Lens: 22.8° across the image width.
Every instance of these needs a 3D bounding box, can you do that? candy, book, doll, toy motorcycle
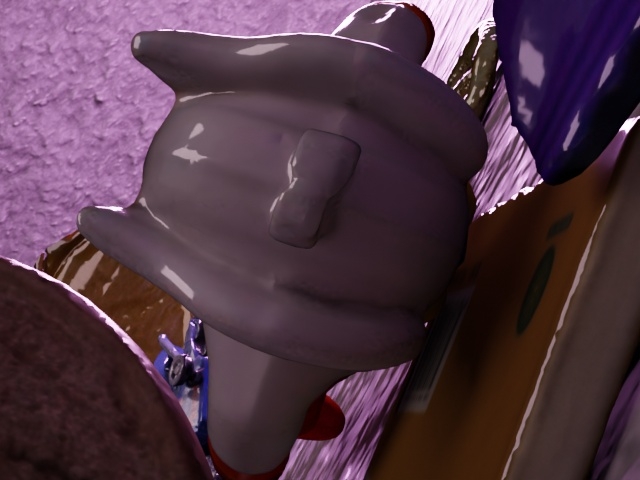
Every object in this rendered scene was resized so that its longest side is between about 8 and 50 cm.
[{"bbox_3d":[0.094,-0.127,0.401,0.275,0.070,0.145,-63,-6,-57],"label":"candy"},{"bbox_3d":[0.009,0.119,0.417,0.208,0.020,0.295,137,156,-81],"label":"book"},{"bbox_3d":[0.000,0.000,0.556,0.384,0.099,0.188,49,-123,-84],"label":"doll"},{"bbox_3d":[-0.102,0.146,1.261,0.114,0.076,0.205,-48,33,43],"label":"toy motorcycle"}]

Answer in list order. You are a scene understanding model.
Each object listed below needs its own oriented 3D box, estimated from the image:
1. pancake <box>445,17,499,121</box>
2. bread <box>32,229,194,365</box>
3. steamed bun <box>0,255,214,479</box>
[{"bbox_3d":[0.065,-0.061,0.765,0.108,0.017,0.108,-159,90,-83],"label":"pancake"},{"bbox_3d":[-0.173,0.116,1.437,0.142,0.227,0.253,50,-123,-72],"label":"bread"},{"bbox_3d":[-0.118,0.165,0.601,0.251,0.199,0.301,90,178,-57],"label":"steamed bun"}]
